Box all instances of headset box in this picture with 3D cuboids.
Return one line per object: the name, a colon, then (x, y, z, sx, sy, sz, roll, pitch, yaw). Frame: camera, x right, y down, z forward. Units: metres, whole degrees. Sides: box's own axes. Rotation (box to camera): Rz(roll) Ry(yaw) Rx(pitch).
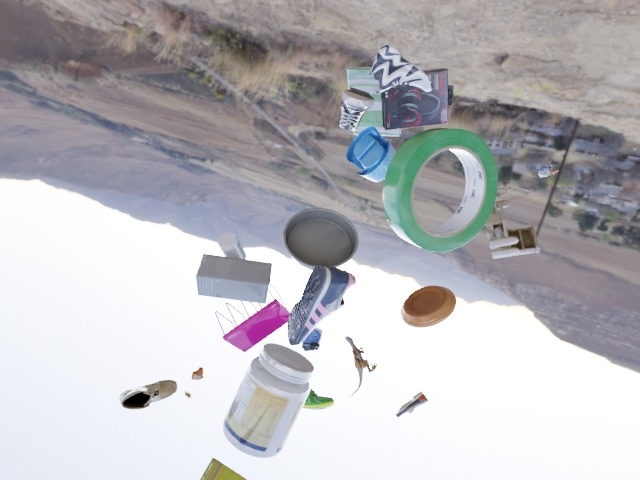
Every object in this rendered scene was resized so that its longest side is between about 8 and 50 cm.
headset box: (0.403, -0.589, 1.748, 0.292, 0.218, 0.110, -5, -155, 4)

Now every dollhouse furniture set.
dollhouse furniture set: (0.691, -0.044, 1.524, 0.160, 0.212, 0.242, -11, 146, 23)

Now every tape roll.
tape roll: (0.321, -0.133, 1.119, 0.321, 0.322, 0.077, 17, -171, -26)

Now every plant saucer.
plant saucer: (0.369, 0.221, 1.462, 0.200, 0.200, 0.037, 19, 142, 59)

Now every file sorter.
file sorter: (-0.314, 0.340, 1.962, 0.182, 0.290, 0.202, 54, 178, 36)

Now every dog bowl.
dog bowl: (0.202, -0.329, 1.627, 0.074, 0.166, 0.297, 33, -162, -29)

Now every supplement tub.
supplement tub: (-0.172, 0.537, 1.435, 0.228, 0.317, 0.228, 25, -178, -1)
supplement tub: (-0.308, 0.031, 1.470, 0.070, 0.071, 0.107, 18, 147, 27)

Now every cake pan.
cake pan: (0.000, 0.000, 1.628, 0.292, 0.293, 0.054, 17, 143, 6)

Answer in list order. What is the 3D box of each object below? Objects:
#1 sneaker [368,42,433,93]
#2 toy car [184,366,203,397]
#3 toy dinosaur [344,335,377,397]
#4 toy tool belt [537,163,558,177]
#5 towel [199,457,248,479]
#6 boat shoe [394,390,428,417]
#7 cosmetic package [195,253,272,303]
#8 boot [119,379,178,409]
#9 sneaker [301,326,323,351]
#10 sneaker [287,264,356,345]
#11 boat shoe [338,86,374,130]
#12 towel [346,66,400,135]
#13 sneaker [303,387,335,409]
sneaker: (0.277, -0.574, 1.514, 0.234, 0.153, 0.094, 32, -155, -16)
toy car: (-0.487, 0.561, 1.656, 0.040, 0.122, 0.060, 25, -168, 24)
toy dinosaur: (0.133, 0.414, 1.387, 0.064, 0.212, 0.112, -8, 177, -30)
toy tool belt: (0.993, -0.310, 1.843, 0.052, 0.051, 0.083, -26, -174, -19)
towel: (-0.266, 0.681, 1.154, 0.237, 0.102, 0.021, -9, 133, 50)
boat shoe: (0.336, 0.614, 1.556, 0.043, 0.137, 0.049, 51, -177, 5)
cosmetic package: (-0.286, 0.130, 1.413, 0.237, 0.107, 0.127, 9, 139, -4)
boot: (-0.634, 0.578, 1.575, 0.213, 0.077, 0.165, -5, 169, -28)
sneaker: (-0.044, 0.321, 1.394, 0.058, 0.085, 0.152, -6, 151, 29)
sneaker: (0.000, 0.206, 1.244, 0.130, 0.319, 0.112, 8, -138, -26)
boat shoe: (0.132, -0.506, 1.666, 0.127, 0.158, 0.341, 18, -156, 2)
towel: (0.252, -0.629, 1.933, 0.247, 0.038, 0.325, 6, 136, 16)
sneaker: (-0.071, 0.801, 2.165, 0.295, 0.124, 0.109, 1, 156, 17)
